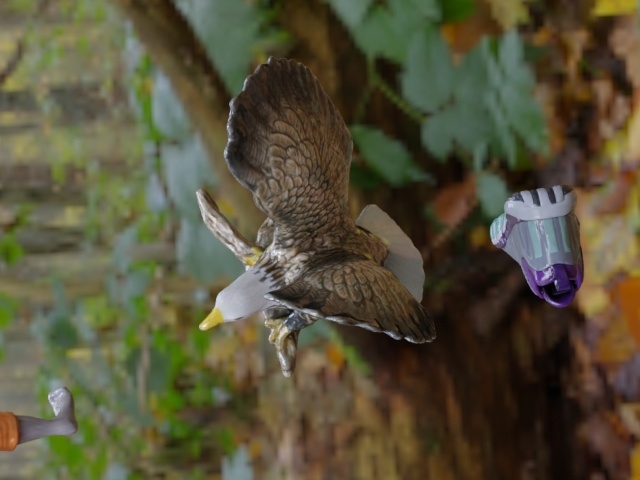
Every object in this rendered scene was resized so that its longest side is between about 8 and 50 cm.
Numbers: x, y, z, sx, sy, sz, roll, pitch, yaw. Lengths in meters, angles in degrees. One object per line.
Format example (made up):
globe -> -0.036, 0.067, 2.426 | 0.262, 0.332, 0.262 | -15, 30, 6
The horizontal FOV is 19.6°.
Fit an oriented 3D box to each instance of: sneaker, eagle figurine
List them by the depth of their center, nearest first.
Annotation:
eagle figurine -> -0.006, 0.008, 1.528 | 0.298, 0.226, 0.225 | 123, 171, -64
sneaker -> 0.199, 0.019, 1.664 | 0.223, 0.083, 0.098 | 48, -148, -78

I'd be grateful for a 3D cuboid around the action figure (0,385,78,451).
action figure -> -0.341, 0.174, 1.550 | 0.178, 0.330, 0.341 | 42, 111, 40
